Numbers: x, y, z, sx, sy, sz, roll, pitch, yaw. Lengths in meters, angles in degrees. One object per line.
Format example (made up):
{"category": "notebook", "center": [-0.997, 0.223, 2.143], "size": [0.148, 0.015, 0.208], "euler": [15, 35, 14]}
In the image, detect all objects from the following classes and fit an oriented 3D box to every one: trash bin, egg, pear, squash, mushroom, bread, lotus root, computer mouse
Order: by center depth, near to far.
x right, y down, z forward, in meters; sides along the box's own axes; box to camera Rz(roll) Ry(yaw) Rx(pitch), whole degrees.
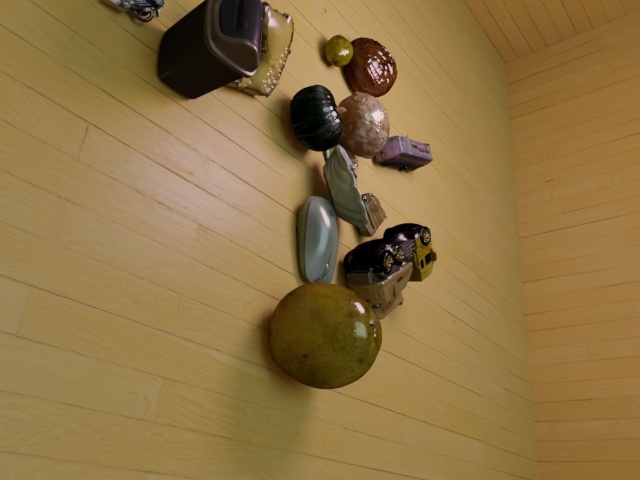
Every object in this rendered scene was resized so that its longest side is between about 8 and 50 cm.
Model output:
{"category": "trash bin", "center": [-0.270, -0.502, 1.503], "size": [0.182, 0.290, 0.209], "euler": [26, 56, -47]}
{"category": "pear", "center": [0.025, 0.263, 1.629], "size": [0.304, 0.304, 0.303], "euler": [24, 59, -48]}
{"category": "bread", "center": [-0.191, -0.572, 1.755], "size": [0.204, 0.163, 0.262], "euler": [6, 115, -54]}
{"category": "computer mouse", "center": [0.005, -0.002, 1.864], "size": [0.159, 0.097, 0.288], "euler": [19, 62, -52]}
{"category": "squash", "center": [-0.010, -0.400, 1.922], "size": [0.218, 0.172, 0.218], "euler": [35, 40, -37]}
{"category": "egg", "center": [0.152, -0.415, 2.133], "size": [0.203, 0.203, 0.245], "euler": [-53, 129, -48]}
{"category": "lotus root", "center": [0.168, -0.102, 2.146], "size": [0.143, 0.070, 0.144], "euler": [-40, 114, -46]}
{"category": "pear", "center": [0.070, -0.712, 2.209], "size": [0.107, 0.107, 0.131], "euler": [45, 49, -35]}
{"category": "mushroom", "center": [0.197, -0.692, 2.344], "size": [0.253, 0.153, 0.253], "euler": [18, 63, -38]}

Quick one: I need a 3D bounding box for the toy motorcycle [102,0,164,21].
{"category": "toy motorcycle", "center": [-0.482, -0.640, 1.441], "size": [0.221, 0.102, 0.150], "euler": [18, 84, -47]}

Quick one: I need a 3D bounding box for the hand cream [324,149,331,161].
{"category": "hand cream", "center": [0.019, -0.333, 2.066], "size": [0.036, 0.023, 0.121], "euler": [-21, 95, -45]}

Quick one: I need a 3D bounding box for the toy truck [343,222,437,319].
{"category": "toy truck", "center": [0.252, 0.097, 2.070], "size": [0.405, 0.181, 0.254], "euler": [-31, 113, -47]}

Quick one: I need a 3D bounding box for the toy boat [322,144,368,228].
{"category": "toy boat", "center": [0.078, -0.166, 1.951], "size": [0.199, 0.100, 0.290], "euler": [97, -23, -81]}

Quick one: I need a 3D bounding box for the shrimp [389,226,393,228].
{"category": "shrimp", "center": [0.275, 0.029, 2.278], "size": [0.091, 0.034, 0.161], "euler": [19, 71, -53]}

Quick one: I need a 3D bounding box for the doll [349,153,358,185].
{"category": "doll", "center": [0.096, -0.218, 2.103], "size": [0.114, 0.057, 0.227], "euler": [31, 57, -39]}

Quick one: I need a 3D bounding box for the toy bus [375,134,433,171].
{"category": "toy bus", "center": [0.344, -0.361, 2.423], "size": [0.317, 0.138, 0.112], "euler": [-2, 78, -56]}
